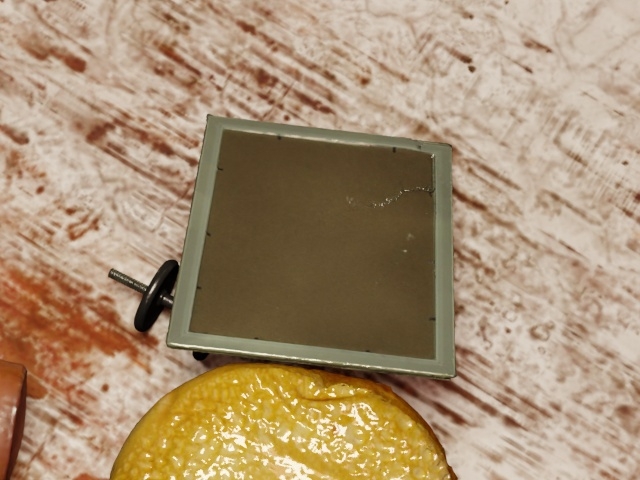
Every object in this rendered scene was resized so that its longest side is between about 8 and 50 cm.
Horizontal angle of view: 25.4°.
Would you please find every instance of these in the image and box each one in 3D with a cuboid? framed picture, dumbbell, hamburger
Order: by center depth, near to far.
[{"bbox_3d":[-0.035,0.256,1.095,0.289,0.170,0.314,20,72,6],"label":"hamburger"},{"bbox_3d":[0.000,0.000,1.202,0.231,0.018,0.293,7,43,-1],"label":"framed picture"},{"bbox_3d":[-0.115,0.059,1.210,0.147,0.069,0.069,26,71,6],"label":"dumbbell"}]

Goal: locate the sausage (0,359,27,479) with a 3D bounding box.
[{"bbox_3d":[-0.369,0.132,1.146,0.259,0.113,0.114,10,70,-2],"label":"sausage"}]
